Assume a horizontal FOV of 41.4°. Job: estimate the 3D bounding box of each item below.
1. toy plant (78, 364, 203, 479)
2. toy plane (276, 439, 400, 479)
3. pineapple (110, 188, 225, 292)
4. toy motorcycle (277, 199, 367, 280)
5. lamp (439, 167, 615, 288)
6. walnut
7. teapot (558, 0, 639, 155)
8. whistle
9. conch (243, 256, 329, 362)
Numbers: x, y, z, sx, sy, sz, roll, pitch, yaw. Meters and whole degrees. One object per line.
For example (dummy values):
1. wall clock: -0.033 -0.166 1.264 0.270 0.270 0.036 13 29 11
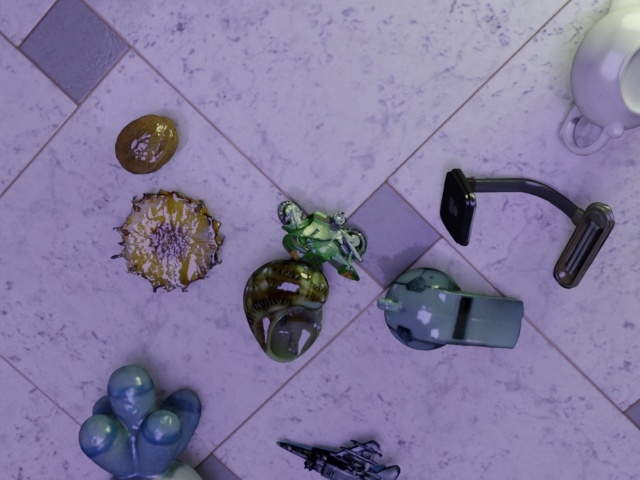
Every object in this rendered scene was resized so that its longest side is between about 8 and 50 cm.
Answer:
1. toy plant: -0.340 0.399 1.632 0.247 0.247 0.332 -6 98 6
2. toy plane: 0.026 0.449 1.676 0.246 0.078 0.169 20 106 -1
3. pineapple: -0.287 0.001 1.600 0.221 0.047 0.221 1 101 5
4. toy motorcycle: 0.000 0.000 1.530 0.190 0.074 0.106 24 62 -23
5. lamp: 0.353 -0.018 1.526 0.283 0.124 0.203 7 126 -1
6. walnut: -0.309 -0.173 1.523 0.105 0.105 0.124 44 103 -8
7. teapot: 0.499 -0.278 1.417 0.204 0.139 0.298 16 105 -34
8. whistle: 0.219 0.129 1.558 0.290 0.163 0.163 10 109 -35
9. conch: -0.058 0.112 1.575 0.181 0.124 0.187 -34 128 1
